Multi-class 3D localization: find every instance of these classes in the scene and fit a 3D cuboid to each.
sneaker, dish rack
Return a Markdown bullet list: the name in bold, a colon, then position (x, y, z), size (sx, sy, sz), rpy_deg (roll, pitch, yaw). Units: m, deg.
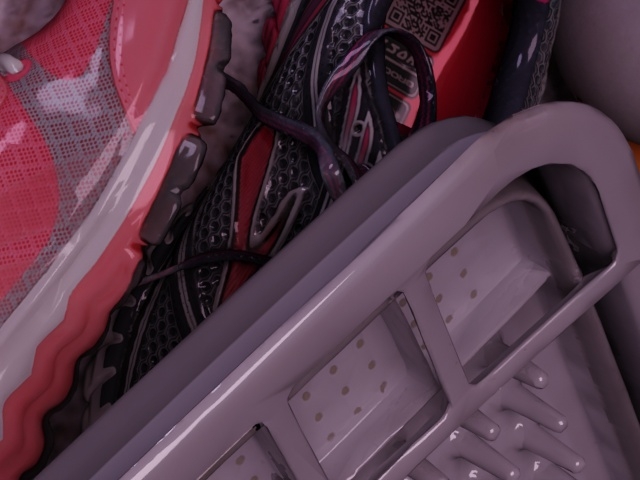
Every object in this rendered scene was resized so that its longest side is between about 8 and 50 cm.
- **sneaker**: position (0.000, 0.000, 0.655), size (0.121, 0.112, 0.299), rpy_deg (19, 87, -17)
- **sneaker**: position (-0.135, 0.002, 0.612), size (0.136, 0.116, 0.314), rpy_deg (27, 84, -15)
- **dish rack**: position (0.016, 0.130, 0.617), size (0.285, 0.072, 0.333), rpy_deg (-44, 135, -17)

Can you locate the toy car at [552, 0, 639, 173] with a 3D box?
- **toy car**: position (0.171, -0.116, 0.691), size (0.210, 0.219, 0.238), rpy_deg (-5, 126, -24)
